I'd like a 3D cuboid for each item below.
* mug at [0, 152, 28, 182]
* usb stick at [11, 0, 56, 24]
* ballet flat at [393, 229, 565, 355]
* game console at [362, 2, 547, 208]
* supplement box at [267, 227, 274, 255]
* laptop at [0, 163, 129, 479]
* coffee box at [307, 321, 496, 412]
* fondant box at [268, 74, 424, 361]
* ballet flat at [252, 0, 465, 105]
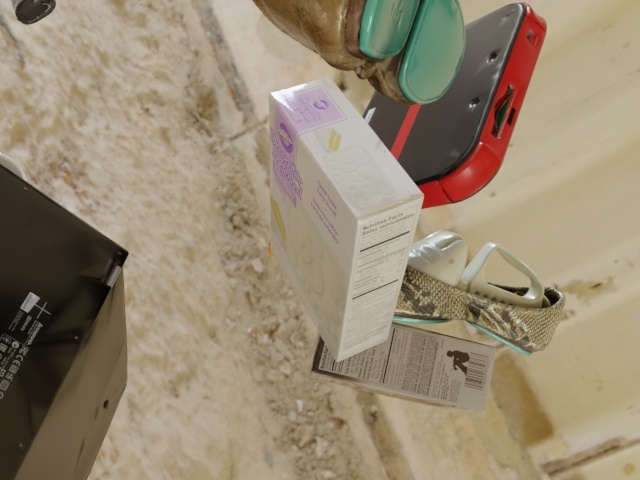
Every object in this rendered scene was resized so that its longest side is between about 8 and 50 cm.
[{"bbox_3d":[-0.457,-0.037,0.920,0.150,0.113,0.169,54,-37,20],"label":"mug"},{"bbox_3d":[-0.529,-0.445,1.264,0.045,0.077,0.278,50,-2,-36],"label":"usb stick"},{"bbox_3d":[0.260,0.079,1.254,0.483,0.182,0.164,17,16,-29],"label":"ballet flat"},{"bbox_3d":[0.177,-0.200,1.122,0.060,0.342,0.386,40,59,-26],"label":"game console"},{"bbox_3d":[0.000,0.000,1.562,0.080,0.234,0.078,110,-13,-46],"label":"supplement box"},{"bbox_3d":[-0.362,0.159,0.689,0.408,0.236,0.381,39,39,-24],"label":"laptop"},{"bbox_3d":[0.134,0.216,1.226,0.168,0.297,0.118,101,2,-76],"label":"coffee box"},{"bbox_3d":[0.018,-0.019,0.956,0.238,0.096,0.330,57,-23,32],"label":"fondant box"},{"bbox_3d":[0.034,-0.184,0.574,0.124,0.116,0.342,24,16,16],"label":"ballet flat"}]
